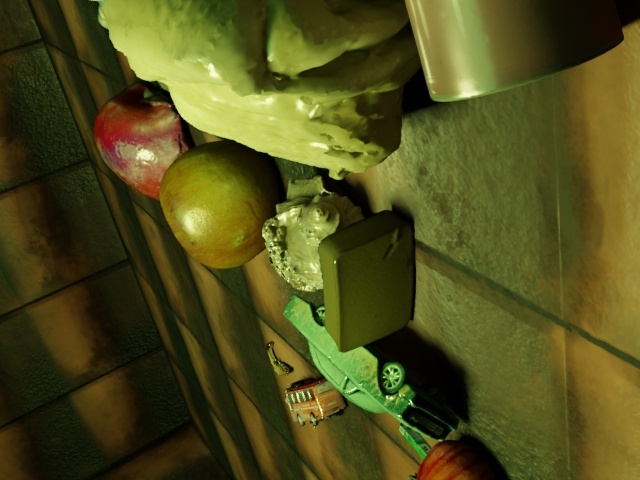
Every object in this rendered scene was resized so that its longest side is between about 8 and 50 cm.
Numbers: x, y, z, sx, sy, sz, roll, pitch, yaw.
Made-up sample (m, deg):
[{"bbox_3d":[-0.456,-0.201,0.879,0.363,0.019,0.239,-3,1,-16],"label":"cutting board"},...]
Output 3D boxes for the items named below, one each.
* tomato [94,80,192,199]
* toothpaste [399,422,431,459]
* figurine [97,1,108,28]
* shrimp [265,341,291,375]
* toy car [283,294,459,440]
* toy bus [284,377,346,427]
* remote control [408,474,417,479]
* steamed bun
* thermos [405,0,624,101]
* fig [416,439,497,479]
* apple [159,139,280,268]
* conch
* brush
[{"bbox_3d":[-0.422,-0.207,1.697,0.335,0.176,0.290,37,148,46],"label":"tomato"},{"bbox_3d":[0.164,0.341,1.204,0.083,0.017,0.020,45,149,37],"label":"toothpaste"},{"bbox_3d":[-0.378,-0.524,1.326,0.205,0.224,0.382,40,-179,2],"label":"figurine"},{"bbox_3d":[-0.102,0.291,1.724,0.127,0.025,0.091,8,120,67],"label":"shrimp"},{"bbox_3d":[0.067,0.197,1.101,0.141,0.097,0.320,38,178,-41],"label":"toy car"},{"bbox_3d":[-0.015,0.348,1.548,0.096,0.073,0.235,71,158,6],"label":"toy bus"},{"bbox_3d":[0.192,0.448,1.263,0.096,0.014,0.039,23,134,56],"label":"remote control"},{"bbox_3d":[-0.045,-0.214,0.747,0.324,0.230,0.372,18,177,15],"label":"steamed bun"},{"bbox_3d":[0.124,-0.251,0.502,0.176,0.146,0.265,-11,108,24],"label":"thermos"},{"bbox_3d":[0.193,0.368,1.036,0.128,0.150,0.128,28,175,3],"label":"fig"},{"bbox_3d":[-0.172,-0.068,1.297,0.237,0.207,0.237,155,90,-87],"label":"apple"},{"bbox_3d":[0.000,0.000,1.088,0.245,0.162,0.178,71,-163,-63],"label":"conch"},{"bbox_3d":[0.063,0.058,0.980,0.059,0.123,0.197,47,152,42],"label":"brush"}]
